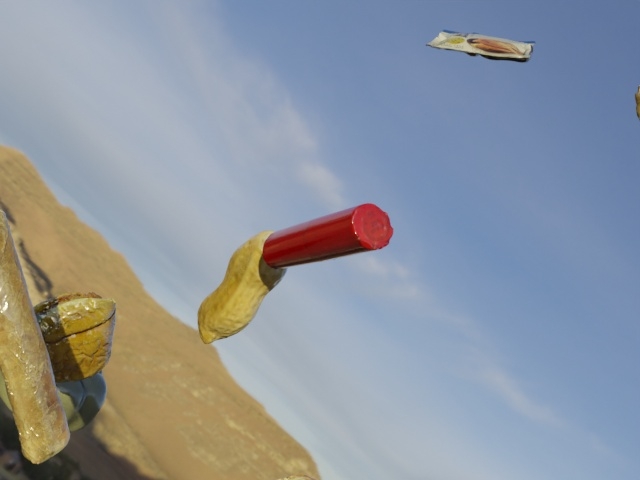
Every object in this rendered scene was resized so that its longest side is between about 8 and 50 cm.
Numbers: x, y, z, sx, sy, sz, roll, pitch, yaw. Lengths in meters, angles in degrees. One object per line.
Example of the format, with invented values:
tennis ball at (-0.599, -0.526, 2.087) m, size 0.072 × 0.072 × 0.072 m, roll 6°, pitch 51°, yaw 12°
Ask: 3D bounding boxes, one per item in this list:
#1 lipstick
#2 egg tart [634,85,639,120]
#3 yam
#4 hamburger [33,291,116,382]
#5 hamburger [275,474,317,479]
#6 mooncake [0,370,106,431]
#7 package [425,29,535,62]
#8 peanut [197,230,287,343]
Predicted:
lipstick at (0.000, -0.001, 1.065) m, size 0.073 × 0.073 × 0.279 m, roll 46°, pitch -27°, yaw -17°
egg tart at (0.779, -0.285, 1.369) m, size 0.294 × 0.295 × 0.116 m, roll 34°, pitch 0°, yaw 20°
yam at (-0.420, 0.129, 0.957) m, size 0.081 × 0.081 × 0.357 m, roll 3°, pitch -72°, yaw 63°
hamburger at (-0.473, 0.185, 1.324) m, size 0.130 × 0.183 × 0.206 m, roll 58°, pitch -31°, yaw 23°
hamburger at (-0.102, 0.544, 1.151) m, size 0.174 × 0.284 × 0.304 m, roll 49°, pitch -50°, yaw -2°
mooncake at (-0.639, 0.327, 1.675) m, size 0.275 × 0.135 × 0.275 m, roll 35°, pitch 9°, yaw -7°
package at (0.281, -0.340, 1.213) m, size 0.171 × 0.173 × 0.027 m, roll 11°, pitch -60°, yaw 15°
peanut at (-0.145, 0.090, 1.309) m, size 0.101 × 0.263 × 0.117 m, roll 31°, pitch 14°, yaw -10°
